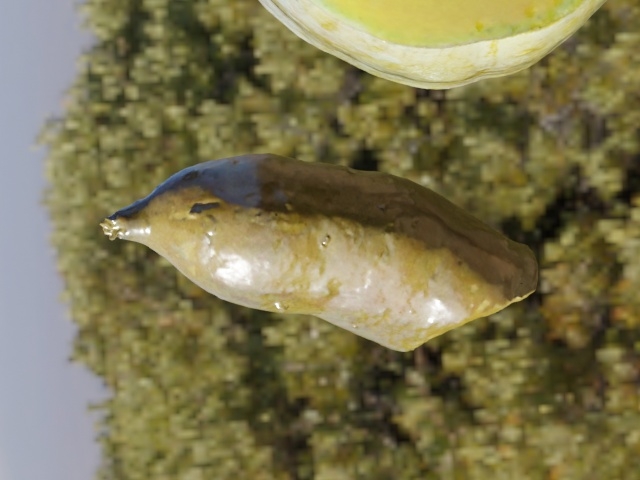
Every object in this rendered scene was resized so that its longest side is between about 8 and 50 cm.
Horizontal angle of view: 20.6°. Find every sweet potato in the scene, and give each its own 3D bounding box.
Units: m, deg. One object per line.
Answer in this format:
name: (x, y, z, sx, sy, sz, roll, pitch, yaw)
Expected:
sweet potato: (0.000, 0.000, 1.529, 0.158, 0.370, 0.157, -162, 90, -75)

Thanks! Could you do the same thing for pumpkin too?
pumpkin: (0.090, -0.260, 1.230, 0.199, 0.332, 0.332, -115, 24, -77)
